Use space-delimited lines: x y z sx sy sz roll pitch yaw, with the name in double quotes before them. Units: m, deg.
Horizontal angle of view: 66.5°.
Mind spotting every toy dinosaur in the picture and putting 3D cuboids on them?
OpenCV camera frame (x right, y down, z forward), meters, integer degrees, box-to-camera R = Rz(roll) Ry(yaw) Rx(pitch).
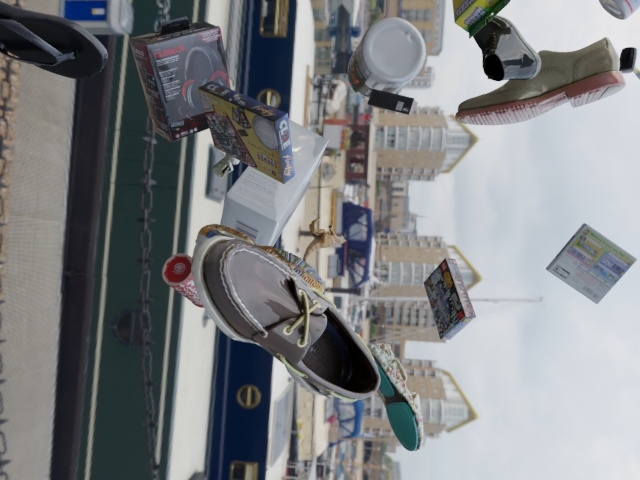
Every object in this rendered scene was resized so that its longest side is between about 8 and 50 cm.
"toy dinosaur" 0.000 0.000 1.318 0.212 0.064 0.112 -24 83 -44

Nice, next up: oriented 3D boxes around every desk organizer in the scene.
"desk organizer" 0.205 -0.388 1.382 0.050 0.130 0.047 -2 112 -63

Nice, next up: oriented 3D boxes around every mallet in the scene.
"mallet" 0.852 -0.470 1.319 0.190 0.039 0.062 -2 98 -43

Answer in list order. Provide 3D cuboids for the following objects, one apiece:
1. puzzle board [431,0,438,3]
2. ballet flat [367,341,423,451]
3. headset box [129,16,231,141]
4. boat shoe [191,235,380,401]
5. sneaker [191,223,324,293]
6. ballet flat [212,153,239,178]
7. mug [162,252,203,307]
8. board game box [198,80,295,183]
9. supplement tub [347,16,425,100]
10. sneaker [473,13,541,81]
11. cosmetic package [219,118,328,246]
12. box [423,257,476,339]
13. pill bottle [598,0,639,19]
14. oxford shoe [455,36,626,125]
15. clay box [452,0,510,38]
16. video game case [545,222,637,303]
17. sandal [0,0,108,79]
"puzzle board" 0.305 -0.748 1.388 0.011 0.128 0.096 48 -60 52
"ballet flat" 0.167 0.322 1.037 0.077 0.091 0.240 -25 90 -41
"headset box" -0.370 -0.450 1.335 0.218 0.110 0.293 -30 134 -30
"boat shoe" -0.029 0.108 0.622 0.324 0.097 0.116 54 53 -36
"sneaker" -0.138 0.075 1.049 0.130 0.297 0.112 -68 169 14
"ballet flat" -0.294 -0.261 1.606 0.057 0.168 0.052 -31 87 -49
"mug" -0.331 0.099 1.333 0.169 0.151 0.113 57 12 -61
"board game box" -0.165 -0.245 1.102 0.042 0.243 0.165 -41 146 -30
"supplement tub" 0.192 -0.548 1.529 0.316 0.194 0.193 -152 -116 -83
"sneaker" 0.408 -0.461 1.153 0.222 0.118 0.083 59 -29 30
"cosmetic package" -0.133 -0.147 1.400 0.384 0.156 0.217 -64 -179 -42
"box" 0.255 0.116 0.977 0.093 0.027 0.136 119 -29 -45
"pill bottle" 0.664 -0.544 1.001 0.160 0.087 0.087 -44 -168 21
"oxford shoe" 0.543 -0.397 1.258 0.140 0.398 0.146 4 77 -67
"clay box" 0.368 -0.588 1.134 0.127 0.053 0.221 -37 -142 48
"video game case" 0.888 0.077 1.606 0.193 0.213 0.023 -55 -177 13
"sandal" -0.459 -0.306 0.735 0.097 0.255 0.054 -51 -149 45
